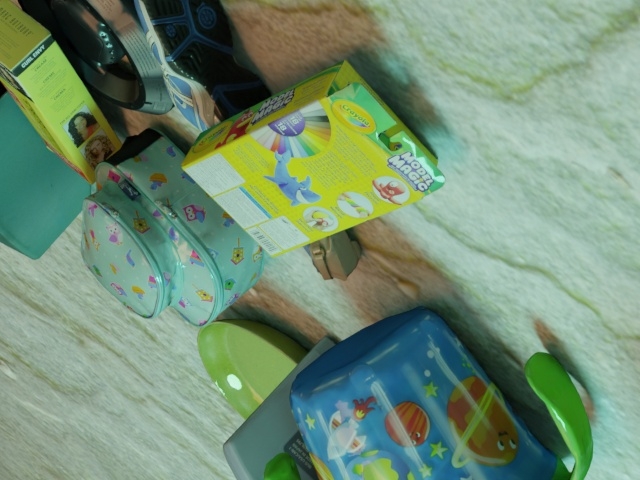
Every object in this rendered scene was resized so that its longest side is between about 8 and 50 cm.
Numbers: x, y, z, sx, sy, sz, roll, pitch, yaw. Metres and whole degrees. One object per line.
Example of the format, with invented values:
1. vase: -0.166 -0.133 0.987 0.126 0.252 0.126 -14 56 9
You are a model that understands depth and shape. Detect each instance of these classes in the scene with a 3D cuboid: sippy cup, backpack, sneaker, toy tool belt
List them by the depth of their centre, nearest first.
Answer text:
1. sneaker: -0.120 -0.162 1.324 0.081 0.080 0.211 6 133 46
2. sippy cup: 0.089 0.195 1.400 0.224 0.305 0.240 60 179 -5
3. toy tool belt: 0.000 0.000 1.417 0.051 0.052 0.083 5 133 39
4. backpack: -0.156 0.000 1.532 0.188 0.144 0.166 35 146 12

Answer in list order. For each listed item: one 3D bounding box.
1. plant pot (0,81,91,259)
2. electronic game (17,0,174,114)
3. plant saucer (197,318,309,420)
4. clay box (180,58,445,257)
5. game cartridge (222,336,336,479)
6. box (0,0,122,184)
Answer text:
1. plant pot: -0.375 -0.098 1.676 0.166 0.165 0.234 24 154 33
2. electronic game: -0.222 -0.213 1.425 0.229 0.048 0.229 39 160 17
3. plant saucer: -0.043 0.175 1.731 0.241 0.037 0.241 32 149 22
4. clay box: -0.001 -0.070 1.260 0.222 0.053 0.127 -22 122 42
5. game cartridge: 0.049 0.269 1.561 0.297 0.198 0.062 43 161 4
6. box: -0.281 -0.152 1.514 0.087 0.058 0.232 39 168 25
